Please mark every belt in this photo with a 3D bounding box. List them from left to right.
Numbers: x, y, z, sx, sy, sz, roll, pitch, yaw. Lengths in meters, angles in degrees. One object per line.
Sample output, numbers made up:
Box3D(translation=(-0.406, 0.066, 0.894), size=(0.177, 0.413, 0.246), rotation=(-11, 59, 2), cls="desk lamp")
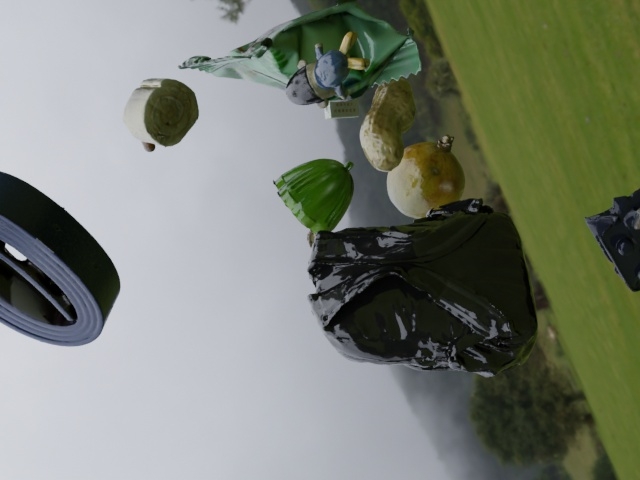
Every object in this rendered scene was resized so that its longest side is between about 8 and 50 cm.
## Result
Box3D(translation=(-0.511, 0.037, 1.412), size=(0.347, 0.212, 0.117), rotation=(45, -151, -24), cls="belt")

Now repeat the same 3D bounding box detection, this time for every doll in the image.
Box3D(translation=(0.009, -0.274, 1.341), size=(0.089, 0.179, 0.102), rotation=(-31, -83, -50), cls="doll")

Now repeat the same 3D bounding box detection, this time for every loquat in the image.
Box3D(translation=(0.294, -0.179, 2.217), size=(0.213, 0.246, 0.213), rotation=(21, -157, -10), cls="loquat")

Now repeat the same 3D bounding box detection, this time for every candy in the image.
Box3D(translation=(-0.045, -0.343, 1.551), size=(0.263, 0.397, 0.172), rotation=(-10, 91, 62), cls="candy")

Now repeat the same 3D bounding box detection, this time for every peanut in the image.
Box3D(translation=(0.144, -0.250, 1.734), size=(0.098, 0.103, 0.229), rotation=(86, -158, -61), cls="peanut")

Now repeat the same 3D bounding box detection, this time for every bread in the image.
Box3D(translation=(-0.357, -0.287, 1.824), size=(0.134, 0.148, 0.141), rotation=(25, 176, -33), cls="bread")

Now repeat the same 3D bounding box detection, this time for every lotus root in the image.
Box3D(translation=(0.012, -0.126, 1.884), size=(0.186, 0.186, 0.186), rotation=(62, -170, -18), cls="lotus root")

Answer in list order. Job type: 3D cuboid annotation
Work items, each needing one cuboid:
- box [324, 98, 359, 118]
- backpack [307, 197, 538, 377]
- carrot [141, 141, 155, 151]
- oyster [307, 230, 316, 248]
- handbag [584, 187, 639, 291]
Box3D(translation=(0.044, -0.362, 1.850), size=(0.090, 0.024, 0.167), rotation=(-10, -82, -39), cls="box")
Box3D(translation=(0.193, 0.098, 1.579), size=(0.255, 0.445, 0.363), rotation=(94, 170, -56), cls="backpack")
Box3D(translation=(-0.438, -0.265, 2.035), size=(0.032, 0.032, 0.093), rotation=(-97, -5, -63), cls="carrot")
Box3D(translation=(0.000, 0.000, 2.093), size=(0.083, 0.038, 0.081), rotation=(-21, 89, 59), cls="oyster")
Box3D(translation=(0.712, -0.048, 1.607), size=(0.269, 0.325, 0.118), rotation=(42, -157, -41), cls="handbag")
